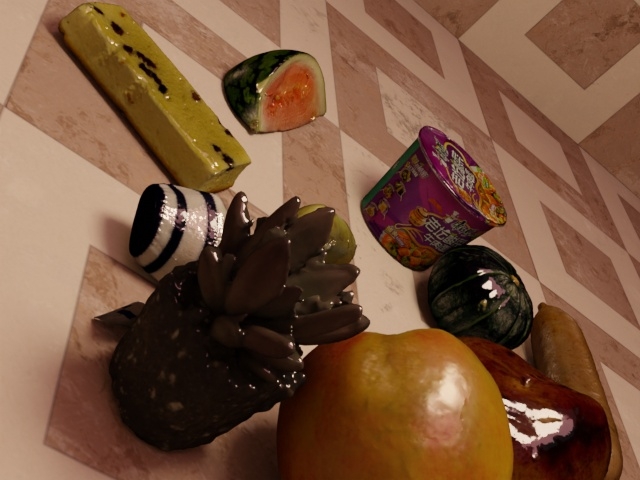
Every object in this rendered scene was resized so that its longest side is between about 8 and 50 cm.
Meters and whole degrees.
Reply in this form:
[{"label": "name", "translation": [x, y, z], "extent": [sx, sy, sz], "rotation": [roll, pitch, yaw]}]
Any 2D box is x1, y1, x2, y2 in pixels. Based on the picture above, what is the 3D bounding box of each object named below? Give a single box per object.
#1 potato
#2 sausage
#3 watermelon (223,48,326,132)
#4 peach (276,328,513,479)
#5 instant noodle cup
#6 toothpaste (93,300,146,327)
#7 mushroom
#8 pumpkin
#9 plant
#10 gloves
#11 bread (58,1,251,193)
[{"label": "potato", "translation": [0.000, 0.000, 1.646], "extent": [0.085, 0.105, 0.188], "rotation": [43, 6, 34]}, {"label": "sausage", "translation": [0.488, 0.302, 1.942], "extent": [0.136, 0.123, 0.500], "rotation": [53, 20, -25]}, {"label": "watermelon", "translation": [-0.072, -0.313, 1.937], "extent": [0.159, 0.128, 0.303], "rotation": [52, 26, 7]}, {"label": "peach", "translation": [0.092, 0.266, 1.203], "extent": [0.308, 0.308, 0.332], "rotation": [11, 65, -52]}, {"label": "instant noodle cup", "translation": [0.214, -0.071, 1.968], "extent": [0.251, 0.190, 0.251], "rotation": [37, 27, -23]}, {"label": "toothpaste", "translation": [-0.147, 0.113, 1.297], "extent": [0.056, 0.058, 0.314], "rotation": [37, 12, 37]}, {"label": "mushroom", "translation": [0.268, 0.317, 1.535], "extent": [0.346, 0.259, 0.345], "rotation": [13, 29, -7]}, {"label": "pumpkin", "translation": [0.300, 0.110, 1.877], "extent": [0.220, 0.162, 0.220], "rotation": [42, 30, -31]}, {"label": "plant", "translation": [-0.091, 0.089, 1.116], "extent": [0.182, 0.321, 0.194], "rotation": [7, 48, -56]}, {"label": "gloves", "translation": [-0.149, 0.011, 1.366], "extent": [0.219, 0.131, 0.140], "rotation": [20, 38, -29]}, {"label": "bread", "translation": [-0.263, -0.231, 1.581], "extent": [0.361, 0.077, 0.138], "rotation": [51, 25, 6]}]
